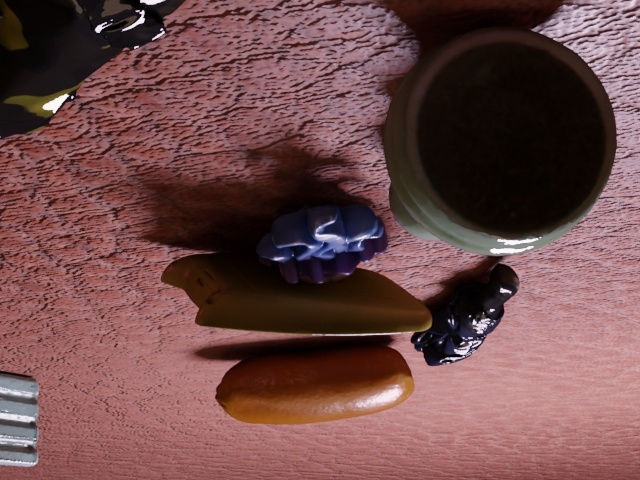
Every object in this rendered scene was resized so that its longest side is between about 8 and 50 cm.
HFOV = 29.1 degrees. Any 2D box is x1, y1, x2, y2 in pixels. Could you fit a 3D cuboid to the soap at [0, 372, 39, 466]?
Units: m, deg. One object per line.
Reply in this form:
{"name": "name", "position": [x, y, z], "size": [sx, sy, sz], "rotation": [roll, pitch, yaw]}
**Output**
{"name": "soap", "position": [-0.430, 0.209, 1.464], "size": [0.063, 0.114, 0.198], "rotation": [-17, 156, 36]}

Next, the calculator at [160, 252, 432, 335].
{"name": "calculator", "position": [-0.013, 0.046, 1.089], "size": [0.237, 0.033, 0.157], "rotation": [4, -165, -26]}

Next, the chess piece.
{"name": "chess piece", "position": [0.095, -0.043, 0.848], "size": [0.139, 0.139, 0.271], "rotation": [-1, 171, -8]}

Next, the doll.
{"name": "doll", "position": [0.000, 0.000, 1.005], "size": [0.110, 0.067, 0.206], "rotation": [-8, 170, 2]}

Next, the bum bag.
{"name": "bum bag", "position": [-0.159, -0.111, 0.670], "size": [0.107, 0.060, 0.232], "rotation": [19, 149, -36]}

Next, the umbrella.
{"name": "umbrella", "position": [0.157, 0.082, 1.276], "size": [0.071, 0.070, 0.248], "rotation": [2, 161, -15]}

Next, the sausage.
{"name": "sausage", "position": [-0.008, 0.174, 1.476], "size": [0.238, 0.098, 0.098], "rotation": [-8, 161, 5]}
